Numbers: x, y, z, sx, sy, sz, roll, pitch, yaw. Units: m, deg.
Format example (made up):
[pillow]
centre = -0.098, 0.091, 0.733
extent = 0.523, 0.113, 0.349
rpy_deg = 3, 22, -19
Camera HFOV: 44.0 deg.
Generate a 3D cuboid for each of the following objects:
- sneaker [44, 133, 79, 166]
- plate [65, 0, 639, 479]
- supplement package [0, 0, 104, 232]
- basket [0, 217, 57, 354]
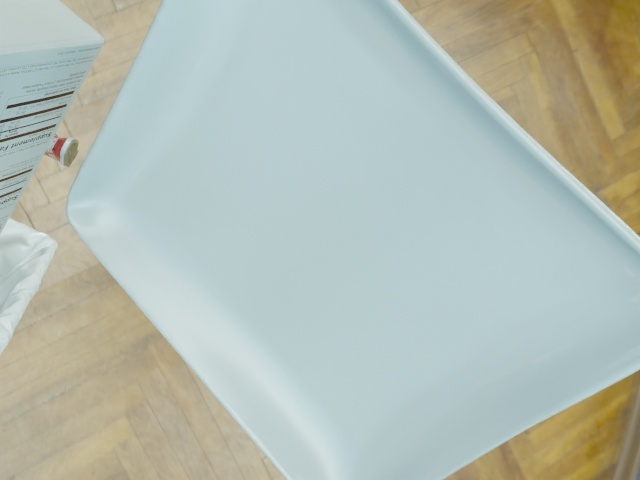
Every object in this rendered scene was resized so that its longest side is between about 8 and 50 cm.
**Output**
[sneaker]
centre = -0.394, -0.142, 1.168
extent = 0.067, 0.118, 0.042
rpy_deg = 32, 78, -13
[plate]
centre = 0.000, 0.000, 0.422
extent = 0.278, 0.277, 0.045
rpy_deg = 47, 42, 6
[supplement package]
centre = -0.277, -0.090, 0.458
extent = 0.194, 0.149, 0.203
rpy_deg = 42, 117, 5
[basket]
centre = -0.598, 0.101, 1.098
extent = 0.329, 0.331, 0.266
rpy_deg = 26, 112, -15
